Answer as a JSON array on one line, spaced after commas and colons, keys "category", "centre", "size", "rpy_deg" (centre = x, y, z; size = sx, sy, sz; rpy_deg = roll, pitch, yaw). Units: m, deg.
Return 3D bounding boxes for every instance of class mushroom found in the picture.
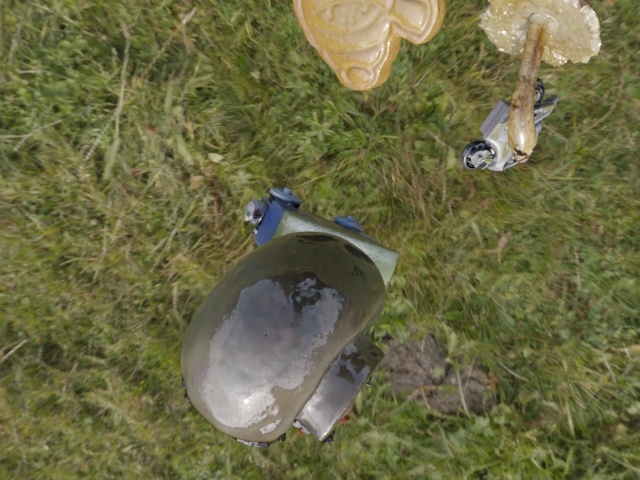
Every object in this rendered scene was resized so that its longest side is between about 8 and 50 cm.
[{"category": "mushroom", "centre": [0.415, -0.337, 1.319], "size": [0.208, 0.233, 0.301], "rpy_deg": [-15, 66, 18]}, {"category": "mushroom", "centre": [-0.017, 0.060, 0.542], "size": [0.141, 0.188, 0.117], "rpy_deg": [32, 136, 12]}]

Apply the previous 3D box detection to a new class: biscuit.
[{"category": "biscuit", "centre": [0.066, -0.436, 1.198], "size": [0.312, 0.057, 0.351], "rpy_deg": [-10, 102, 46]}]

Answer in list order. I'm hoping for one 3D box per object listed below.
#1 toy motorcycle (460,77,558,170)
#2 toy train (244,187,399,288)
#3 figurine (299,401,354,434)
[{"category": "toy motorcycle", "centre": [0.395, -0.218, 1.465], "size": [0.152, 0.073, 0.225], "rpy_deg": [26, 111, -37]}, {"category": "toy train", "centre": [0.000, 0.000, 1.424], "size": [0.300, 0.202, 0.131], "rpy_deg": [19, 102, -28]}, {"category": "figurine", "centre": [-0.007, 0.330, 1.585], "size": [0.173, 0.173, 0.173], "rpy_deg": [1, 98, 4]}]
